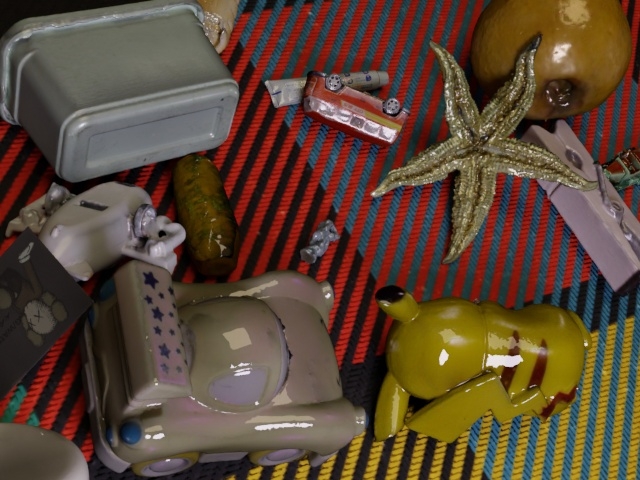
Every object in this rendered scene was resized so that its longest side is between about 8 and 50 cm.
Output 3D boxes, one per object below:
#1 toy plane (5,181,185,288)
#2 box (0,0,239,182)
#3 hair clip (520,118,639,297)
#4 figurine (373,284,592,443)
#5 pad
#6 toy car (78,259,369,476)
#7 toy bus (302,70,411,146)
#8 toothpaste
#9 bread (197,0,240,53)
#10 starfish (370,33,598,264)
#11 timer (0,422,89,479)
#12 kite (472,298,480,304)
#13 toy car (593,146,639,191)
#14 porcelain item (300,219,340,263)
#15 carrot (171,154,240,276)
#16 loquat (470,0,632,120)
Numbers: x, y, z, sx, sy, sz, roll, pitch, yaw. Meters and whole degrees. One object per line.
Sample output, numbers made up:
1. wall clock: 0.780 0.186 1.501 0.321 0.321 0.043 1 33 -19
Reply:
1. toy plane: -0.298 0.001 1.426 0.244 0.117 0.245 2 27 -1
2. box: -0.272 -0.204 1.529 0.312 0.175 0.182 -17 56 -31
3. hair clip: 0.452 -0.059 1.823 0.101 0.085 0.331 -13 63 -32
4. figurine: 0.209 0.172 1.515 0.326 0.218 0.169 8 13 -8
5. pad: -0.375 0.094 1.323 0.127 0.190 0.004 46 10 11
6. toy car: -0.107 0.143 1.345 0.336 0.226 0.242 1 58 -28
7. toy bus: 0.050 -0.208 1.747 0.174 0.079 0.077 21 88 -11
8. toothpaste: 0.014 -0.254 1.799 0.218 0.033 0.052 -12 71 -26
9. bread: -0.191 -0.368 1.750 0.119 0.084 0.177 23 51 -10
10. starfish: 0.236 -0.154 1.736 0.358 0.078 0.347 -15 90 -5
11. timer: -0.361 0.258 1.157 0.233 0.240 0.233 1 17 0
12. kite: 0.244 0.154 1.639 0.137 0.005 0.152 4 57 -18
13. toy car: 0.524 -0.122 1.917 0.143 0.054 0.073 -18 66 -33
14. porcelain item: 0.000 0.000 1.623 0.036 0.028 0.083 49 50 -9
15. carrot: -0.160 -0.033 1.543 0.082 0.082 0.173 0 58 -24
16. loquat: 0.394 -0.346 1.872 0.275 0.275 0.275 11 54 -16
